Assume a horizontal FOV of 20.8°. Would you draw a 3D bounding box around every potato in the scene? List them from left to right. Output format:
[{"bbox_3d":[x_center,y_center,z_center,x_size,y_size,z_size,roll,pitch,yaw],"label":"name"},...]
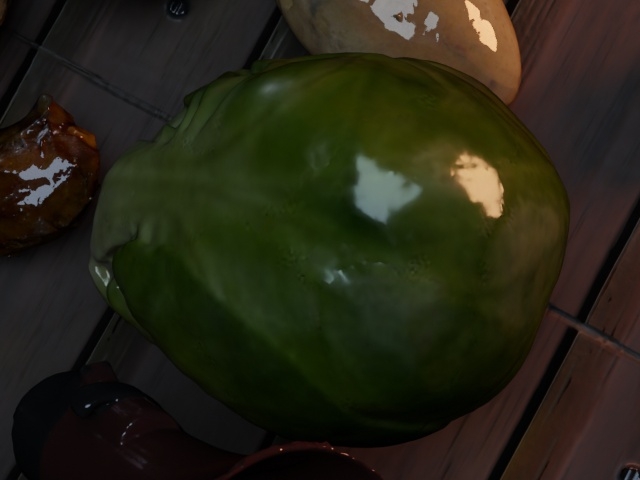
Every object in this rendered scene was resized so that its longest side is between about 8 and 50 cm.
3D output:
[{"bbox_3d":[0.052,-0.189,1.361,0.161,0.128,0.235,-25,83,3],"label":"potato"}]

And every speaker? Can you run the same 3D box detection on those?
[{"bbox_3d":[-0.089,0.223,1.243,0.198,0.329,0.259,-38,115,-19],"label":"speaker"}]

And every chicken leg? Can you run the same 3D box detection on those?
[{"bbox_3d":[-0.312,-0.019,1.392,0.304,0.093,0.113,-19,57,10],"label":"chicken leg"}]

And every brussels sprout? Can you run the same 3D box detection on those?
[{"bbox_3d":[0.001,0.005,1.246,0.354,0.289,0.281,10,97,28],"label":"brussels sprout"}]

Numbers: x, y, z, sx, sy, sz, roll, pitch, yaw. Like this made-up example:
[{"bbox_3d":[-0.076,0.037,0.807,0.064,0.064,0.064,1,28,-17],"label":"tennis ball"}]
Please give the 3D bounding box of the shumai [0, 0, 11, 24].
[{"bbox_3d":[-0.319,-0.235,1.277,0.272,0.203,0.222,-20,93,-36],"label":"shumai"}]
